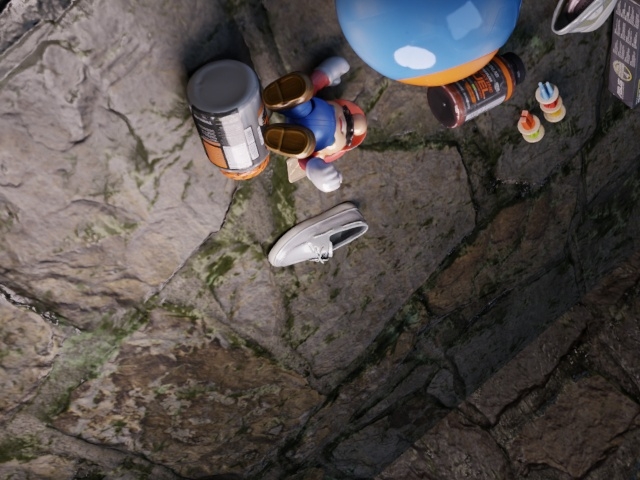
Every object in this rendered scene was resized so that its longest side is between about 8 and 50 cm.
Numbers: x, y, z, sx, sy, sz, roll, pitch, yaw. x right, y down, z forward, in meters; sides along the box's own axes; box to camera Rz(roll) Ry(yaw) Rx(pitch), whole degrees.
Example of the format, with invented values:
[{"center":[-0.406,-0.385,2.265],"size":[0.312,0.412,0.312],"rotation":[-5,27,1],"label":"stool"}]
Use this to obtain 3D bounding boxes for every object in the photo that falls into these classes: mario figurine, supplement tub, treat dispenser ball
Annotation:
[{"center":[0.014,-0.201,1.616],"size":[0.198,0.170,0.320],"rotation":[-57,169,11],"label":"mario figurine"},{"center":[0.319,-0.312,1.948],"size":[0.197,0.106,0.106],"rotation":[-30,149,-21],"label":"supplement tub"},{"center":[-0.142,-0.189,1.555],"size":[0.117,0.117,0.190],"rotation":[-34,151,-13],"label":"supplement tub"},{"center":[0.165,-0.383,1.480],"size":[0.288,0.288,0.288],"rotation":[-30,149,-20],"label":"treat dispenser ball"}]

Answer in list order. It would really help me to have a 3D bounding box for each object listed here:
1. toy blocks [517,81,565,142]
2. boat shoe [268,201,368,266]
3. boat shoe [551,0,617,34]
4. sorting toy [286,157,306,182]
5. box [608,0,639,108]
[{"center":[0.503,-0.302,2.230],"size":[0.123,0.054,0.148],"rotation":[-44,151,5],"label":"toy blocks"},{"center":[0.000,0.000,2.014],"size":[0.227,0.081,0.079],"rotation":[-30,149,-20],"label":"boat shoe"},{"center":[0.563,-0.545,1.915],"size":[0.103,0.118,0.320],"rotation":[-23,153,-37],"label":"boat shoe"},{"center":[-0.027,-0.151,1.848],"size":[0.083,0.012,0.062],"rotation":[-28,144,-16],"label":"sorting toy"},{"center":[0.833,-0.531,2.272],"size":[0.318,0.097,0.395],"rotation":[-39,151,-7],"label":"box"}]
